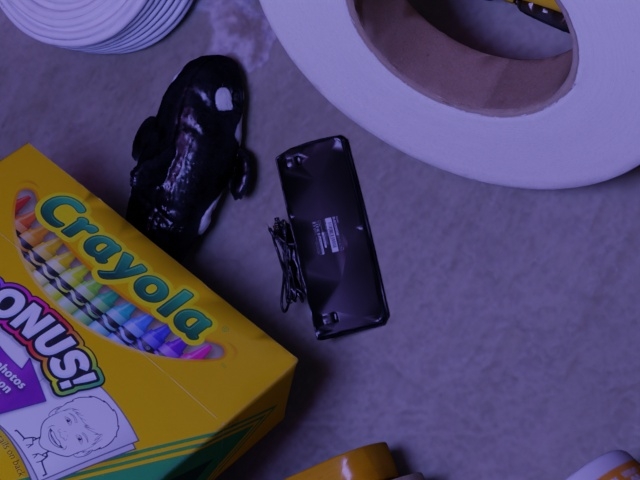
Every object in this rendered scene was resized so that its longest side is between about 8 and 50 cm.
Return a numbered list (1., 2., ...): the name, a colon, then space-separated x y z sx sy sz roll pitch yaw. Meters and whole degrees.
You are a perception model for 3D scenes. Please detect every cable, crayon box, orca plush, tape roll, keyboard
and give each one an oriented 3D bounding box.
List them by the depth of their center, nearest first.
1. tape roll: 0.128 -0.198 1.359 0.392 0.392 0.072 11 53 28
2. crayon box: -0.259 0.115 1.498 0.363 0.313 0.106 38 146 20
3. keyboard: 0.000 0.000 1.600 0.100 0.038 0.192 -13 80 4
4. orca plush: -0.172 -0.056 1.640 0.151 0.102 0.287 44 107 29
5. cable: -0.234 -0.319 1.691 0.257 0.089 0.257 29 106 26

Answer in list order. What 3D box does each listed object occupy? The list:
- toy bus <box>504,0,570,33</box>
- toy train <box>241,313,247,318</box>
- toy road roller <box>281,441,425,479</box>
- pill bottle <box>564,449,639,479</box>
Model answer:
1. toy bus: 0.159 -0.283 1.420 0.220 0.211 0.149 28 99 25
2. toy train: -0.108 0.071 1.656 0.083 0.017 0.023 27 110 27
3. toy road roller: -0.055 0.332 1.486 0.330 0.241 0.202 -27 77 25
4. pill bottle: 0.285 0.318 1.355 0.272 0.152 0.152 47 109 22
